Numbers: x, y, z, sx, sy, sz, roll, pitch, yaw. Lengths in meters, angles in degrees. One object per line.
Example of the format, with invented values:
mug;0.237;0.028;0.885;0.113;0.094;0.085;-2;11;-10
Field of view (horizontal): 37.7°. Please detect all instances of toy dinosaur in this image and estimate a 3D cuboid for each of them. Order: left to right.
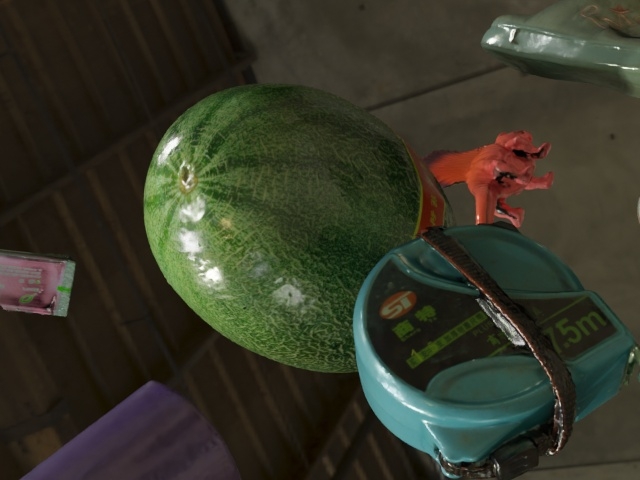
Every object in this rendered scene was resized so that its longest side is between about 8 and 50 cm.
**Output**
toy dinosaur;0.153;-0.064;0.979;0.286;0.138;0.070;-43;-39;-52

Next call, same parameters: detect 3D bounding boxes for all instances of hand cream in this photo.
hand cream;-0.388;0.031;0.935;0.275;0.079;0.050;7;-113;-19

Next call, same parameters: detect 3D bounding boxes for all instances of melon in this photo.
melon;0.000;0.000;0.649;0.287;0.182;0.182;38;-134;-55

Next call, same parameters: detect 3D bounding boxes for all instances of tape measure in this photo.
tape measure;0.082;0.054;0.501;0.146;0.125;0.081;53;164;36

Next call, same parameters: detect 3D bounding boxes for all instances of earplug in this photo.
earplug;-0.325;0.376;1.137;0.456;0.215;0.215;-32;-73;-36

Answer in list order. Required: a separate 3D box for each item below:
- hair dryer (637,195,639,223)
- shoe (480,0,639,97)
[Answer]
hair dryer;0.329;-0.102;0.682;0.236;0.073;0.131;-51;-10;-22
shoe;0.200;-0.150;0.664;0.079;0.195;0.078;16;-87;-39
